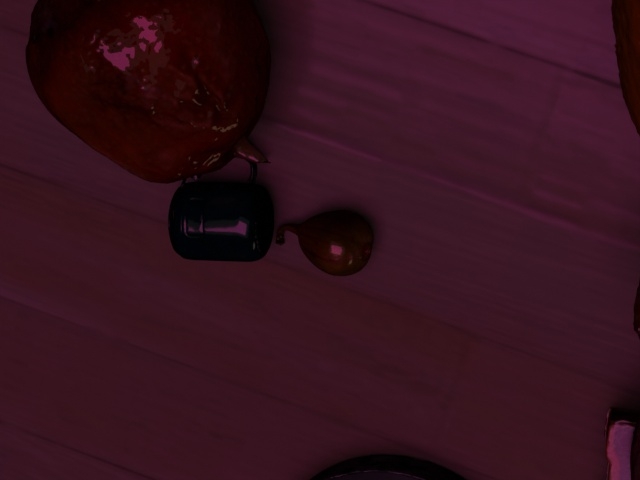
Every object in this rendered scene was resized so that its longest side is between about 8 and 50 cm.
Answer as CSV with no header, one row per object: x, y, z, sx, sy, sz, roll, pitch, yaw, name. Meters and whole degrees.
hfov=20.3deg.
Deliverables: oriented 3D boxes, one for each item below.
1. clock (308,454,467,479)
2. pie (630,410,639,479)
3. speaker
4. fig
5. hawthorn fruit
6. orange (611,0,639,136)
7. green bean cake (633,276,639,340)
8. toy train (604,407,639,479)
0.057,0.273,1.424,0.215,0.042,0.214,4,109,13,clock
0.322,0.164,1.261,0.204,0.054,0.218,8,82,1,pie
-0.075,-0.031,1.347,0.075,0.060,0.094,1,108,13,speaker
0.000,0.000,1.350,0.083,0.050,0.050,10,111,32,fig
-0.123,-0.129,1.276,0.174,0.173,0.179,-5,106,16,hawthorn fruit
0.340,-0.144,1.068,0.341,0.293,0.340,2,102,10,orange
0.328,0.041,1.190,0.233,0.198,0.097,12,116,14,green bean cake
0.292,0.190,1.320,0.176,0.074,0.118,5,100,10,toy train
